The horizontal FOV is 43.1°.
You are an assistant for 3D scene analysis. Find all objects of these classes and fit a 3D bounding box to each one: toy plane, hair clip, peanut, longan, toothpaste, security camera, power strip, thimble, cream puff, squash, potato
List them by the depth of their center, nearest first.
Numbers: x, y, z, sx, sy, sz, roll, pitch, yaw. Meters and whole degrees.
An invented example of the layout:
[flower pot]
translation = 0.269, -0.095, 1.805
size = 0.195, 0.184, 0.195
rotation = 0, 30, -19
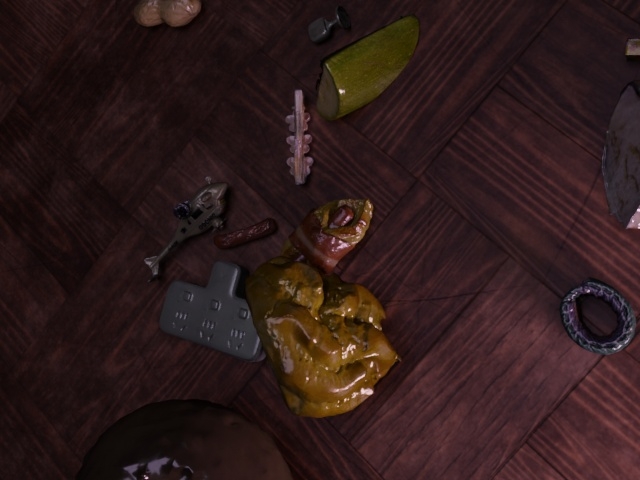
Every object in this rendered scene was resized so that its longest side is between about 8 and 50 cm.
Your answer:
[potato]
translation = 0.659, -0.148, 1.452
size = 0.264, 0.211, 0.189
rotation = 3, 41, -8
[thimble]
translation = 0.502, 0.140, 1.467
size = 0.118, 0.090, 0.135
rotation = -44, 69, 10
[toothpaste]
translation = 0.661, -0.353, 1.505
size = 0.178, 0.043, 0.037
rotation = 7, 85, 23
[longan]
translation = -0.272, 0.509, 1.571
size = 0.436, 0.404, 0.404
rotation = -22, 74, 21
[cream puff]
translation = 0.005, 0.169, 1.578
size = 0.257, 0.291, 0.324
rotation = -17, 54, -7
[squash]
translation = 0.116, -0.363, 1.745
size = 0.252, 0.169, 0.093
rotation = -32, 71, -21
[hair clip]
translation = -0.047, -0.225, 1.776
size = 0.062, 0.056, 0.214
rotation = -1, 89, 6
[power strip]
translation = -0.219, 0.142, 1.780
size = 0.265, 0.059, 0.193
rotation = 14, 88, 24
[security camera]
translation = 0.015, -0.474, 1.793
size = 0.092, 0.058, 0.058
rotation = -18, 75, 32
[toy plane]
translation = -0.303, -0.024, 1.834
size = 0.286, 0.092, 0.108
rotation = -43, 94, 9
[peanut]
translation = -0.370, -0.554, 1.944
size = 0.187, 0.082, 0.082
rotation = 6, 84, 24

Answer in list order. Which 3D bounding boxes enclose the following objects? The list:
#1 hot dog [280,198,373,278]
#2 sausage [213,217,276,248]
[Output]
[hot dog]
translation = 0.001, 0.001, 1.693
size = 0.123, 0.093, 0.261
rotation = 43, 99, 23
[sausage]
translation = -0.170, -0.013, 1.799
size = 0.158, 0.042, 0.036
rotation = -17, 114, 21
